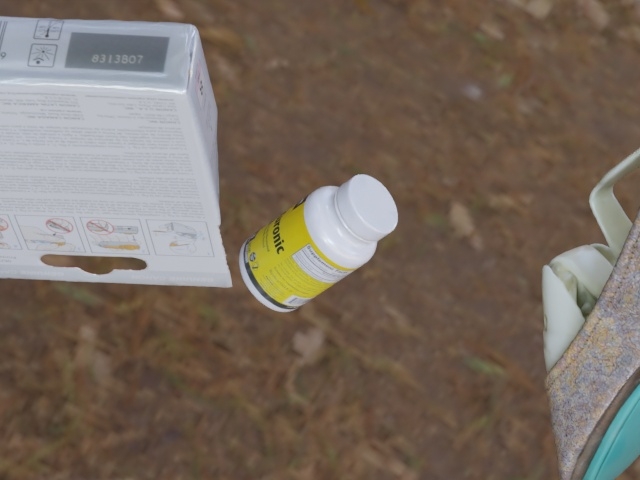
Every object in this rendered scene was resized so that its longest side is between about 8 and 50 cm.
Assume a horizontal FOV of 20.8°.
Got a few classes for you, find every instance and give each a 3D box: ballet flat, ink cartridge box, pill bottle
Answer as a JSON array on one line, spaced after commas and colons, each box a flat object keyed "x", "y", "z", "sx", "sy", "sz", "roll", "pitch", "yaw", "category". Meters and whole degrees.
[{"x": 0.186, "y": 0.023, "z": 0.988, "sx": 0.108, "sy": 0.316, "sz": 0.106, "roll": -27, "pitch": 64, "yaw": -37, "category": "ballet flat"}, {"x": -0.156, "y": -0.052, "z": 1.089, "sx": 0.189, "sy": 0.232, "sz": 0.066, "roll": 3, "pitch": 64, "yaw": 6, "category": "ink cartridge box"}, {"x": 0.000, "y": 0.000, "z": 1.263, "sx": 0.065, "sy": 0.116, "sz": 0.065, "roll": 28, "pitch": 44, "yaw": -32, "category": "pill bottle"}]
